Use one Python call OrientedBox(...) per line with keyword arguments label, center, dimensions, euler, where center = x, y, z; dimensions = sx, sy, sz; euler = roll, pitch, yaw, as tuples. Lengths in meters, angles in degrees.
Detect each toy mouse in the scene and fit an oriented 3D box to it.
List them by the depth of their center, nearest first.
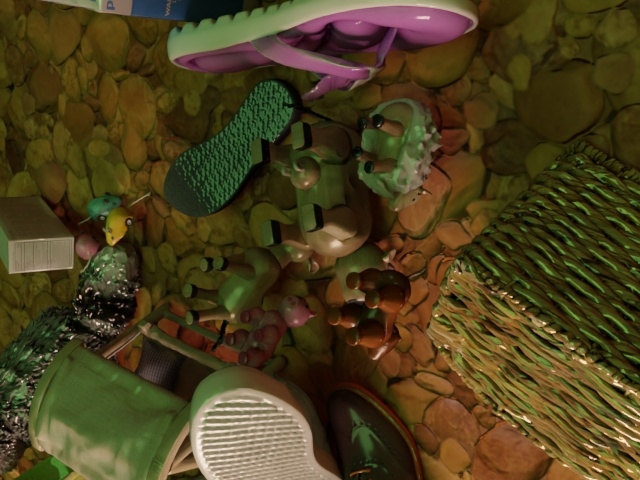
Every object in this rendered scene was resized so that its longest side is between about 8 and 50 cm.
OrientedBox(label="toy mouse", center=(-0.362, -0.027, 1.138), dimensions=(0.143, 0.031, 0.161), euler=(13, 69, 43))

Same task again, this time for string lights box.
OrientedBox(label="string lights box", center=(-0.206, -0.313, 0.868), dimensions=(0.133, 0.260, 0.076), euler=(20, 111, 29))

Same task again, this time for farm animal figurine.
OrientedBox(label="farm animal figurine", center=(0.000, 0.000, 0.864), dimensions=(0.330, 0.172, 0.326), euler=(6, 91, 42))

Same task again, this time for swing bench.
OrientedBox(label="swing bench", center=(-0.230, 0.230, 1.004), dimensions=(0.253, 0.255, 0.165), euler=(18, 110, 30))

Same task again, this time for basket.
OrientedBox(label="basket", center=(0.291, 0.092, 0.716), dimensions=(0.299, 0.223, 0.213), euler=(38, 152, 22))

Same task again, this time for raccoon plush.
OrientedBox(label="raccoon plush", center=(-0.498, 0.195, 1.154), dimensions=(0.216, 0.299, 0.446), euler=(26, 113, 28))

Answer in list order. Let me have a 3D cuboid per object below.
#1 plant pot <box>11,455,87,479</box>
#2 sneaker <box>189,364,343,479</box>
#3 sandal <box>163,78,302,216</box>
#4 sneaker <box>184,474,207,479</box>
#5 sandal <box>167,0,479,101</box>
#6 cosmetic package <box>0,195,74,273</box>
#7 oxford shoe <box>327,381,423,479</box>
OrientedBox(label="plant pot", center=(-0.437, 0.526, 1.229), dimensions=(0.276, 0.276, 0.253), euler=(-25, 96, 36))
OrientedBox(label="sneaker", center=(-0.077, 0.221, 0.872), dimensions=(0.135, 0.365, 0.150), euler=(-24, 52, -4))
OrientedBox(label="sandal", center=(-0.116, -0.118, 0.984), dimensions=(0.255, 0.054, 0.097), euler=(-37, 86, 24))
OrientedBox(label="sneaker", center=(-0.211, 0.438, 1.143), dimensions=(0.100, 0.108, 0.271), euler=(41, 140, -8))
OrientedBox(label="sandal", center=(-0.007, -0.208, 0.812), dimensions=(0.417, 0.169, 0.102), euler=(5, 96, 41))
OrientedBox(label="cosmetic package", center=(-0.490, -0.014, 1.176), dimensions=(0.239, 0.099, 0.060), euler=(31, 118, 52))
OrientedBox(label="oxford shoe", center=(0.076, 0.313, 0.907), dimensions=(0.097, 0.098, 0.271), euler=(-34, 80, 35))
